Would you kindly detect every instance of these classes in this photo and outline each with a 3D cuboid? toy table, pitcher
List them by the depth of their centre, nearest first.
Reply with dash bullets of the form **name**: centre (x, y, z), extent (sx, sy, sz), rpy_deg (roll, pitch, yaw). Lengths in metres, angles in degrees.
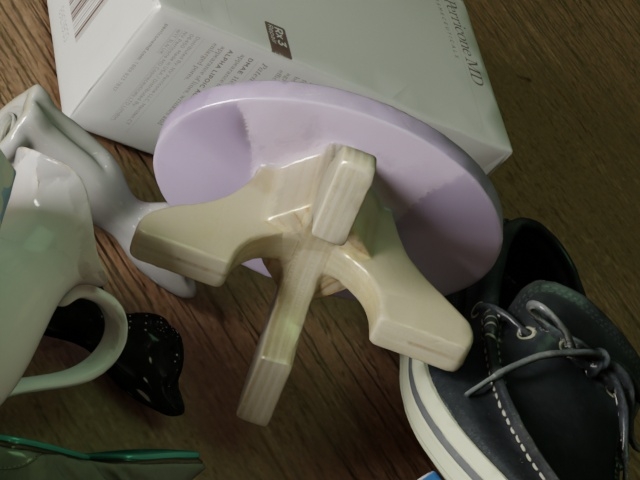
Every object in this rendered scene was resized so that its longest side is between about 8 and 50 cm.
- **pitcher**: centre (-0.226, 0.066, 1.318), extent (0.207, 0.125, 0.177), rpy_deg (-44, 127, -26)
- **toy table**: centre (0.000, 0.000, 1.472), extent (0.274, 0.252, 0.161), rpy_deg (10, 36, 1)

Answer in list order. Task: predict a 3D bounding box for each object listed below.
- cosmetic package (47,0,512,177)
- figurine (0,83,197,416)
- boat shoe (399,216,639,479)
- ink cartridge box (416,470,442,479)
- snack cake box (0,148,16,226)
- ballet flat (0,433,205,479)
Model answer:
- **cosmetic package**: centre (-0.038, -0.161, 1.741), extent (0.385, 0.156, 0.217), rpy_deg (17, 41, -33)
- **figurine**: centre (-0.173, 0.010, 1.499), extent (0.209, 0.092, 0.215), rpy_deg (37, 34, -25)
- **boat shoe**: centre (0.167, 0.117, 1.534), extent (0.187, 0.156, 0.500), rpy_deg (49, 12, -20)
- **ink cartridge box**: centre (0.078, 0.284, 1.412), extent (0.190, 0.139, 0.082), rpy_deg (53, 34, 12)
- **snack cake box**: centre (-0.297, 0.044, 1.183), extent (0.089, 0.152, 0.264), rpy_deg (62, 34, -55)
- **ballet flat**: centre (-0.162, 0.172, 1.355), extent (0.213, 0.072, 0.068), rpy_deg (13, 78, -52)
